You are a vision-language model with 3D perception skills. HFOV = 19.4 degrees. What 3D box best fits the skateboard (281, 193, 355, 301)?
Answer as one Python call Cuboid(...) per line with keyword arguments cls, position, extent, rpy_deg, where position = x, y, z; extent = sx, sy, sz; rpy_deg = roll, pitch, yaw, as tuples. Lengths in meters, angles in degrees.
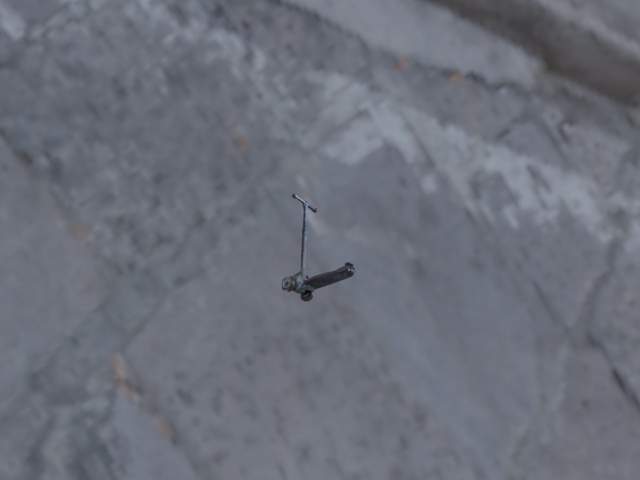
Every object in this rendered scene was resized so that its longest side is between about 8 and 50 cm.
Cuboid(cls="skateboard", position=(0.000, 0.000, 1.474), extent=(0.032, 0.064, 0.083), rpy_deg=(29, 50, -44))
